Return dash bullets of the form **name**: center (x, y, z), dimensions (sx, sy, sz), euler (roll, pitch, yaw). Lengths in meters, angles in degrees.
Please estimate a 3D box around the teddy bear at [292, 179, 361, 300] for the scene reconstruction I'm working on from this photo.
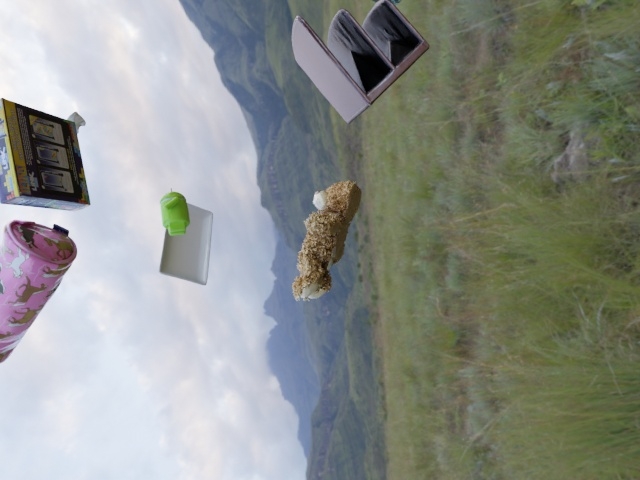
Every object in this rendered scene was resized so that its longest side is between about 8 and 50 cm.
- **teddy bear**: center (0.000, 0.000, 1.079), dimensions (0.245, 0.113, 0.338), euler (-11, -63, -67)

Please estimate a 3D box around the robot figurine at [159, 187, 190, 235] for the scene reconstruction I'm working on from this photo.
- **robot figurine**: center (-0.367, -0.072, 1.045), dimensions (0.101, 0.067, 0.115), euler (130, 130, -63)

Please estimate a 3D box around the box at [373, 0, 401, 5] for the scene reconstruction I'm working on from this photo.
- **box**: center (0.088, -0.795, 1.117), dimensions (0.321, 0.058, 0.233), euler (-2, -97, -40)

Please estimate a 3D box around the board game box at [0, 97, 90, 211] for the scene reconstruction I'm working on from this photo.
- **board game box**: center (-0.495, -0.143, 0.735), dimensions (0.141, 0.048, 0.171), euler (5, -110, -71)

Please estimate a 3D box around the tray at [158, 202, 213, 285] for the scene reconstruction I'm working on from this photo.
- **tray**: center (-0.402, 0.004, 1.247), dimensions (0.145, 0.030, 0.271), euler (23, -133, -35)

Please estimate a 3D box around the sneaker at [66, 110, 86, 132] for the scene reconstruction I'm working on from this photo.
- **sneaker**: center (-0.943, -0.412, 1.550), dimensions (0.053, 0.152, 0.061), euler (4, 143, 52)

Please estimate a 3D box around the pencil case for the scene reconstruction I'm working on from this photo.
- **pencil case**: center (-0.755, 0.128, 1.008), dimensions (0.160, 0.386, 0.167), euler (29, -162, -36)

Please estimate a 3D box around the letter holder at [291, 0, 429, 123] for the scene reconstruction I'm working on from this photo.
- **letter holder**: center (0.061, -0.392, 0.872), dimensions (0.214, 0.152, 0.302), euler (46, -176, -9)
